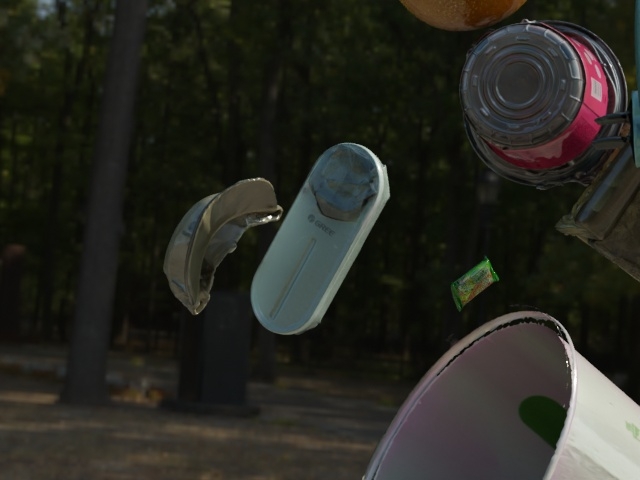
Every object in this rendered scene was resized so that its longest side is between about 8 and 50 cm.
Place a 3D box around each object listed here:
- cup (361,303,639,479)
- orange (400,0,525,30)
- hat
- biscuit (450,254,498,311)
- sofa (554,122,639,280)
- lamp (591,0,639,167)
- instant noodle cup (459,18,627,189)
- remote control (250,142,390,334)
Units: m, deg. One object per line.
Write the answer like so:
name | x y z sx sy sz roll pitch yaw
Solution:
cup | 0.192 0.223 0.955 0.274 0.253 0.253 34 -14 -15
orange | 0.228 -0.466 2.018 0.274 0.274 0.274 5 -5 0
hat | -0.168 -0.025 1.889 0.149 0.214 0.244 31 -20 26
biscuit | 0.224 0.061 1.871 0.089 0.046 0.016 -35 24 -26
sofa | 0.501 -0.027 1.852 0.258 0.200 0.182 35 2 -14
lamp | 0.405 -0.176 1.458 0.147 0.209 0.284 7 -28 0
instant noodle cup | 0.316 -0.219 1.914 0.302 0.258 0.181 38 10 20
remote control | 0.000 0.000 1.527 0.104 0.247 0.052 36 13 32
